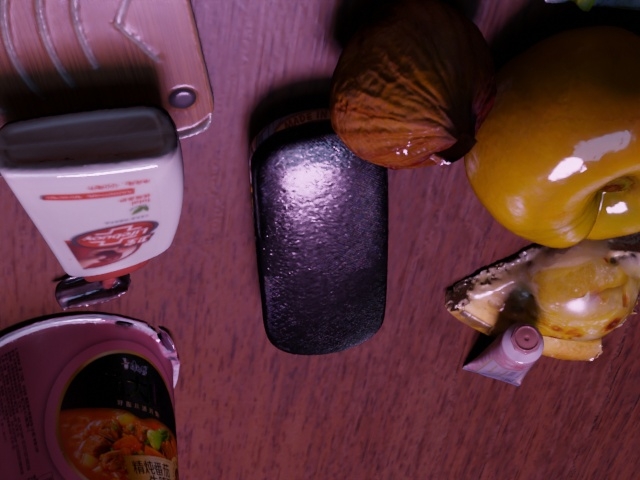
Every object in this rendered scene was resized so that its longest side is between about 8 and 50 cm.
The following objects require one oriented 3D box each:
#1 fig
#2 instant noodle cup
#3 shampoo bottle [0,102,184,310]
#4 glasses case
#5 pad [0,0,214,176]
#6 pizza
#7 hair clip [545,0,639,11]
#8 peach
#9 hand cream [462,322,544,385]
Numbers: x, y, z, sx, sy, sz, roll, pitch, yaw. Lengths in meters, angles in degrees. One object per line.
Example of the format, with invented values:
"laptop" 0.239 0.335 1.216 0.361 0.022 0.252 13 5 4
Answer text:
"fig" 0.096 -0.113 1.299 0.134 0.201 0.146 11 105 -28
"instant noodle cup" -0.234 0.239 1.601 0.244 0.255 0.244 -11 142 -8
"shampoo bottle" -0.196 -0.016 1.423 0.153 0.071 0.284 -9 151 -10
"glasses case" 0.000 0.000 1.510 0.122 0.082 0.321 -10 141 -7
"pad" -0.242 -0.157 1.295 0.284 0.018 0.286 -12 141 -2
"pizza" 0.242 0.064 1.668 0.204 0.080 0.188 9 138 -24
"hair clip" 0.280 -0.214 1.369 0.188 0.033 0.060 8 135 -21
"peach" 0.249 -0.087 1.434 0.251 0.153 0.251 -5 157 -2
"hand cream" 0.196 0.125 1.702 0.067 0.043 0.209 15 164 1
